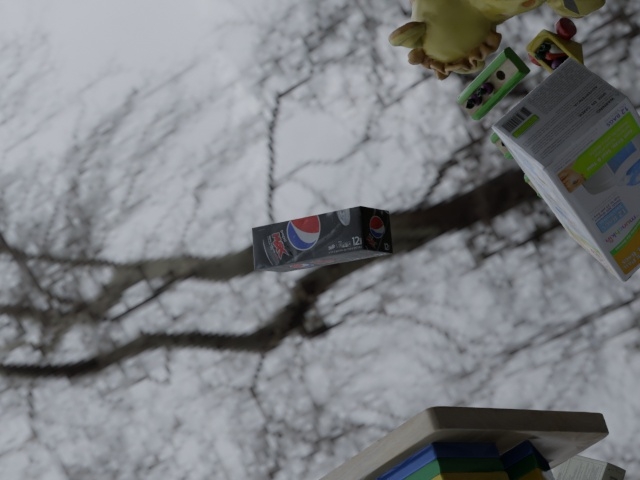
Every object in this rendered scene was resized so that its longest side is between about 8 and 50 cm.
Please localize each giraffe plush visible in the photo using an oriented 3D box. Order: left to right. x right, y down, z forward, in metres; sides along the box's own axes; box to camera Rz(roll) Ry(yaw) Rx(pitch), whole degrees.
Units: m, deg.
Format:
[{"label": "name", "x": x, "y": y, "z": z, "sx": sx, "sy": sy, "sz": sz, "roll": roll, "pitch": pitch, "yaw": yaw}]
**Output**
[{"label": "giraffe plush", "x": 0.155, "y": -0.233, "z": 1.524, "sx": 0.181, "sy": 0.170, "sz": 0.210, "roll": 37, "pitch": -147, "yaw": -26}]

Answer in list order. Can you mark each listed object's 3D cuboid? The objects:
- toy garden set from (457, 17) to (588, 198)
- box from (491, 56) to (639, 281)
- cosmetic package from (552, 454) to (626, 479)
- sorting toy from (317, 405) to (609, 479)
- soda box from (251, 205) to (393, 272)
[{"label": "toy garden set", "x": 0.301, "y": -0.140, "z": 2.016, "sx": 0.244, "sy": 0.204, "sz": 0.049, "roll": 49, "pitch": -134, "yaw": 4}, {"label": "box", "x": 0.286, "y": -0.071, "z": 1.662, "sx": 0.203, "sy": 0.114, "sz": 0.103, "roll": 49, "pitch": 179, "yaw": -40}, {"label": "cosmetic package", "x": 0.400, "y": 0.357, "z": 2.424, "sx": 0.041, "sy": 0.115, "sz": 0.060, "roll": 26, "pitch": -99, "yaw": -28}, {"label": "sorting toy", "x": 0.125, "y": 0.261, "z": 1.585, "sx": 0.255, "sy": 0.257, "sz": 0.089, "roll": 7, "pitch": -126, "yaw": -42}, {"label": "soda box", "x": 0.000, "y": 0.000, "z": 1.896, "sx": 0.060, "sy": 0.169, "sz": 0.053, "roll": 8, "pitch": -105, "yaw": -51}]
